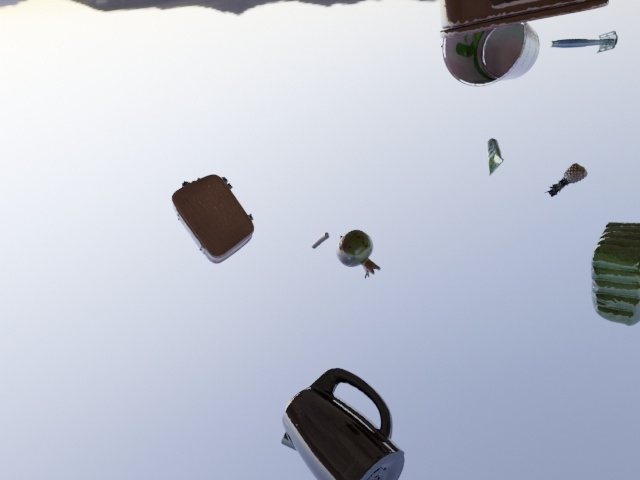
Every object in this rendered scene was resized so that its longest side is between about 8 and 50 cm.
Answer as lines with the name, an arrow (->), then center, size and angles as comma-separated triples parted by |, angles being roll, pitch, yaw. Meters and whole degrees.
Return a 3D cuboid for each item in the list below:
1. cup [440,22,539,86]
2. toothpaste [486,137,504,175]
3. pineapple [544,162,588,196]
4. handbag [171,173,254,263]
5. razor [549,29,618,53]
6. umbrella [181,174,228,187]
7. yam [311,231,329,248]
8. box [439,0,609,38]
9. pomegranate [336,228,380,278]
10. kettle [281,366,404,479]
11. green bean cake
cup -> 0.544, -0.599, 1.597 | 0.253, 0.253, 0.274 | 17, -159, 35
toothpaste -> 0.627, -0.311, 1.875 | 0.048, 0.075, 0.297 | 34, -149, -5
pineapple -> 0.728, -0.171, 1.541 | 0.058, 0.124, 0.058 | 22, -142, -18
handbag -> -0.250, -0.057, 1.237 | 0.151, 0.193, 0.072 | -36, 175, -19
razor -> 0.583, -0.442, 1.167 | 0.135, 0.040, 0.068 | -4, -169, -2
umbrella -> -0.447, -0.214, 2.023 | 0.235, 0.066, 0.059 | -5, -131, 34
yam -> 0.000, 0.000, 2.351 | 0.032, 0.032, 0.145 | -30, 174, -35
box -> 0.317, -0.481, 0.849 | 0.239, 0.229, 0.339 | -4, -158, 23
pomegranate -> 0.120, 0.042, 1.672 | 0.129, 0.159, 0.129 | -28, -160, 11
kettle -> 0.039, 0.362, 0.984 | 0.232, 0.144, 0.202 | 34, -93, 40
green bean cake -> 0.780, 0.084, 1.335 | 0.125, 0.222, 0.248 | 7, -155, 39
